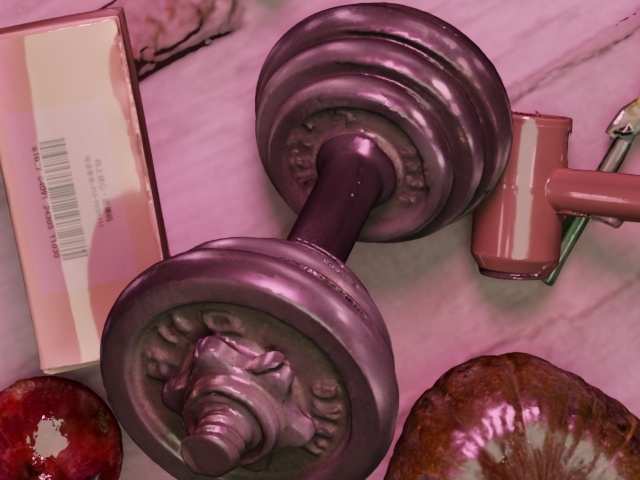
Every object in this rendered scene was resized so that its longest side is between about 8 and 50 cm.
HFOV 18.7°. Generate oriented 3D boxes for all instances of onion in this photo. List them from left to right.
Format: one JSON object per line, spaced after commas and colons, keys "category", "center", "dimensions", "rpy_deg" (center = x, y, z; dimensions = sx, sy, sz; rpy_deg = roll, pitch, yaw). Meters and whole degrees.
{"category": "onion", "center": [-0.185, 0.145, 1.316], "dimensions": [0.107, 0.097, 0.107], "rpy_deg": [-4, 109, -13]}

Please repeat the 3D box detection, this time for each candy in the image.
{"category": "candy", "center": [0.221, -0.082, 1.349], "dimensions": [0.077, 0.073, 0.262], "rpy_deg": [21, 104, -37]}

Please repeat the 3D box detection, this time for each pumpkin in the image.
{"category": "pumpkin", "center": [0.144, 0.195, 1.329], "dimensions": [0.219, 0.162, 0.219], "rpy_deg": [-1, 95, -9]}

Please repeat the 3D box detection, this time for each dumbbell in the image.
{"category": "dumbbell", "center": [0.000, 0.000, 1.188], "dimensions": [0.179, 0.406, 0.179], "rpy_deg": [10, 128, 13]}

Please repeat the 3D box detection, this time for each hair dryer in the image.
{"category": "hair dryer", "center": [0.186, -0.026, 1.306], "dimensions": [0.182, 0.064, 0.117], "rpy_deg": [7, 96, 34]}

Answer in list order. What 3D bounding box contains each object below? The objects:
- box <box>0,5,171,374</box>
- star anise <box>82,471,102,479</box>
{"category": "box", "center": [-0.153, -0.038, 1.255], "dimensions": [0.095, 0.168, 0.212], "rpy_deg": [-11, 99, -5]}
{"category": "star anise", "center": [-0.208, 0.244, 1.284], "dimensions": [0.272, 0.102, 0.272], "rpy_deg": [6, 131, 7]}
